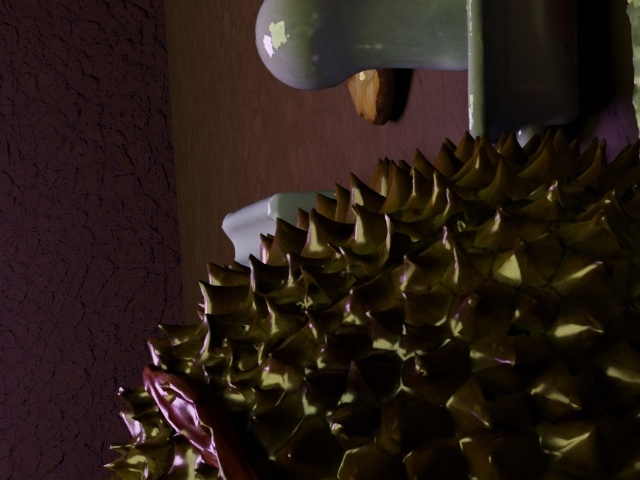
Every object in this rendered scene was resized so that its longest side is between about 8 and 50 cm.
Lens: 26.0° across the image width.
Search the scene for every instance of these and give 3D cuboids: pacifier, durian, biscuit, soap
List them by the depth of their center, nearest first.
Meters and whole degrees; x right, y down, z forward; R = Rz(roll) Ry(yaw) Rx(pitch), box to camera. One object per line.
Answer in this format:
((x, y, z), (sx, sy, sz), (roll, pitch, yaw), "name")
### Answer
((0.066, 0.108, 0.745), (0.347, 0.384, 0.347), (-21, -90, -80), "durian")
((0.067, -0.152, 0.975), (0.238, 0.226, 0.287), (-59, -31, -81), "pacifier")
((0.045, -0.237, 1.385), (0.203, 0.041, 0.260), (-103, 10, -50), "biscuit")
((0.000, 0.000, 1.402), (0.265, 0.160, 0.087), (167, 101, -77), "soap")

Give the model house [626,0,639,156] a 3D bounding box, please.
((0.246, -0.054, 0.509), (0.211, 0.170, 0.193), (-18, 66, 47), "model house")
